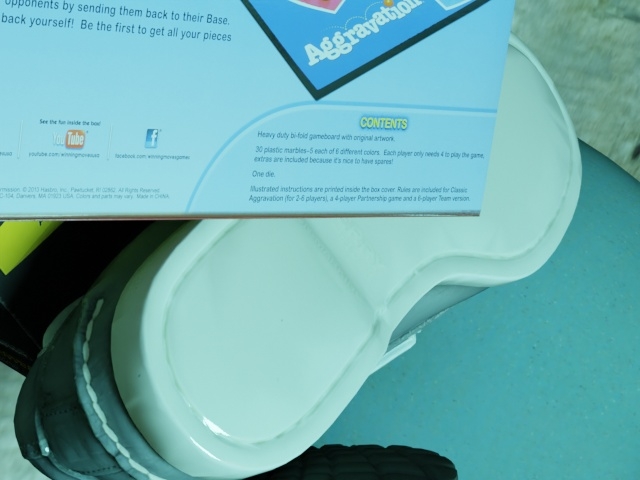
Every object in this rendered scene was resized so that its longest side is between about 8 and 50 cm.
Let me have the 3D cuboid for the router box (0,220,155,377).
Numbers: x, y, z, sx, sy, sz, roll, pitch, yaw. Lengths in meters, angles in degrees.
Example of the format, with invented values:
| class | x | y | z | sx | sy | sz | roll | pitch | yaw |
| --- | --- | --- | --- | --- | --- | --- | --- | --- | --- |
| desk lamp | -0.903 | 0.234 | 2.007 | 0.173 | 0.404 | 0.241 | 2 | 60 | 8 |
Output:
| class | x | y | z | sx | sy | sz | roll | pitch | yaw |
| --- | --- | --- | --- | --- | --- | --- | --- | --- | --- |
| router box | -0.055 | -0.117 | 0.678 | 0.309 | 0.081 | 0.243 | -53 | 153 | -17 |

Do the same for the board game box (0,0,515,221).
| class | x | y | z | sx | sy | sz | roll | pitch | yaw |
| --- | --- | --- | --- | --- | --- | --- | --- | --- | --- |
| board game box | -0.038 | -0.079 | 0.578 | 0.281 | 0.027 | 0.145 | -1 | 104 | -45 |

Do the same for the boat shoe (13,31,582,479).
| class | x | y | z | sx | sy | sz | roll | pitch | yaw |
| --- | --- | --- | --- | --- | --- | --- | --- | --- | --- |
| boat shoe | 0.000 | 0.000 | 0.728 | 0.099 | 0.116 | 0.319 | -26 | -171 | 39 |

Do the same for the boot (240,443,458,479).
| class | x | y | z | sx | sy | sz | roll | pitch | yaw |
| --- | --- | --- | --- | --- | --- | --- | --- | --- | --- |
| boot | -0.052 | 0.172 | 0.669 | 0.083 | 0.246 | 0.161 | -55 | 128 | -83 |

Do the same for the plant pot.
| class | x | y | z | sx | sy | sz | roll | pitch | yaw |
| --- | --- | --- | --- | --- | --- | --- | --- | --- | --- |
| plant pot | 0.091 | 0.071 | 0.928 | 0.271 | 0.255 | 0.271 | -42 | 148 | -34 |
